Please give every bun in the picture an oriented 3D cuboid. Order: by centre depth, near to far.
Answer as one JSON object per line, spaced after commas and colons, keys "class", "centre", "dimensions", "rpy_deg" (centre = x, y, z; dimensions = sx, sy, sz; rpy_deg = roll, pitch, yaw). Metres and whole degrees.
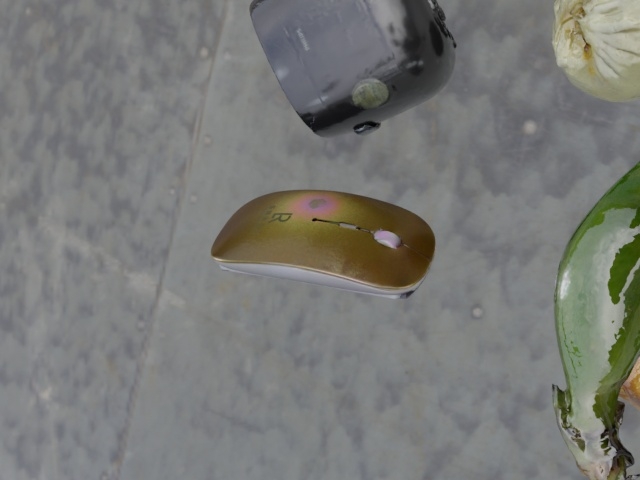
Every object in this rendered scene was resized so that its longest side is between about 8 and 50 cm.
{"class": "bun", "centre": [0.372, -0.275, 1.222], "dimensions": [0.222, 0.127, 0.222], "rpy_deg": [56, 166, 23]}

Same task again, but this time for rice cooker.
{"class": "rice cooker", "centre": [0.052, -0.277, 1.257], "dimensions": [0.224, 0.267, 0.267], "rpy_deg": [-28, 68, 14]}

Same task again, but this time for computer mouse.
{"class": "computer mouse", "centre": [0.000, 0.000, 1.263], "dimensions": [0.310, 0.158, 0.072], "rpy_deg": [9, 133, 21]}

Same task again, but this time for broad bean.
{"class": "broad bean", "centre": [0.220, 0.002, 0.442], "dimensions": [0.144, 0.292, 0.049], "rpy_deg": [65, 167, -1]}

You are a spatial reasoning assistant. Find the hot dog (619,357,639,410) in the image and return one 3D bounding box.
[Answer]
{"class": "hot dog", "centre": [0.460, 0.162, 1.188], "dimensions": [0.158, 0.349, 0.117], "rpy_deg": [-50, 41, 11]}
